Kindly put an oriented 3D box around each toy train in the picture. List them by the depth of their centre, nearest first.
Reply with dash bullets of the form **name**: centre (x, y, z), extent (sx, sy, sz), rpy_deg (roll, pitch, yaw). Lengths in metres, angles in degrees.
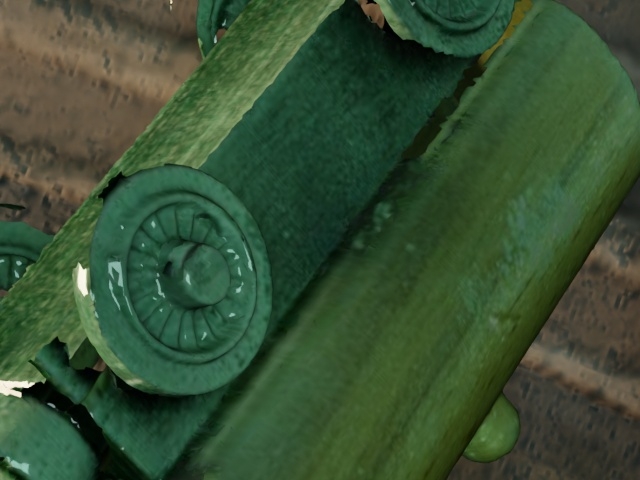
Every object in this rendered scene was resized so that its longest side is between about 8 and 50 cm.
- **toy train**: centre (-0.004, 0.002, 0.632), extent (0.189, 0.126, 0.307), rpy_deg (56, 51, -26)
